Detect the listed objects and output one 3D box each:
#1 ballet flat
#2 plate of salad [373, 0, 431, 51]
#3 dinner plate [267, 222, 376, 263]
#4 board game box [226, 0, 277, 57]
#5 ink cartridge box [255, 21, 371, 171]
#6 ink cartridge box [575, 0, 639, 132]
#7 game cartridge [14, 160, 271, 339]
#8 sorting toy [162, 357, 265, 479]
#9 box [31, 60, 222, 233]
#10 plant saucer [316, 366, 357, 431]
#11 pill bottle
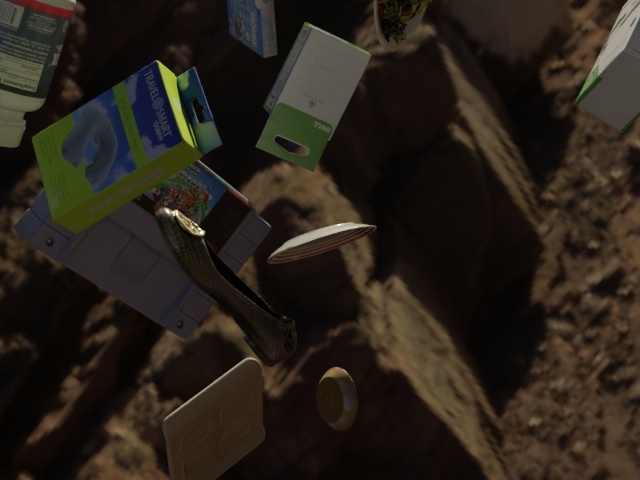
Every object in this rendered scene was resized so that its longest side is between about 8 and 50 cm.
[{"bbox_3d":[-0.107,0.050,1.527,0.058,0.250,0.084,-34,20,11],"label":"ballet flat"},{"bbox_3d":[0.121,-0.340,1.646,0.200,0.048,0.200,-50,-31,-45],"label":"plate of salad"},{"bbox_3d":[0.000,0.000,1.567,0.141,0.017,0.141,-16,-7,-2],"label":"dinner plate"},{"bbox_3d":[-0.078,-0.259,1.410,0.020,0.090,0.090,-18,33,-24],"label":"board game box"},{"bbox_3d":[-0.018,-0.228,2.029,0.209,0.109,0.062,-64,21,9],"label":"ink cartridge box"},{"bbox_3d":[0.485,-0.294,1.893,0.219,0.092,0.160,-60,2,-29],"label":"ink cartridge box"},{"bbox_3d":[-0.238,-0.019,1.824,0.230,0.355,0.068,-50,47,1],"label":"game cartridge"},{"bbox_3d":[-0.170,0.298,2.026,0.193,0.038,0.208,-35,-36,-28],"label":"sorting toy"},{"bbox_3d":[-0.192,-0.096,1.252,0.178,0.042,0.109,-30,59,14],"label":"box"},{"bbox_3d":[0.017,0.208,1.663,0.015,0.083,0.083,-1,-25,-36],"label":"plant saucer"},{"bbox_3d":[-0.349,-0.201,1.422,0.108,0.108,0.180,-102,31,-78],"label":"pill bottle"}]
